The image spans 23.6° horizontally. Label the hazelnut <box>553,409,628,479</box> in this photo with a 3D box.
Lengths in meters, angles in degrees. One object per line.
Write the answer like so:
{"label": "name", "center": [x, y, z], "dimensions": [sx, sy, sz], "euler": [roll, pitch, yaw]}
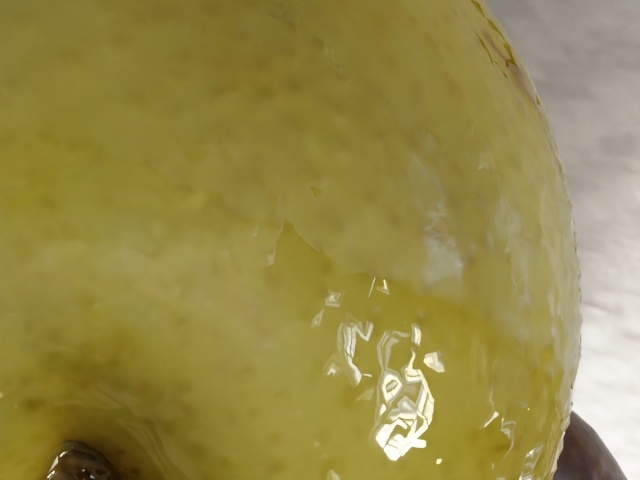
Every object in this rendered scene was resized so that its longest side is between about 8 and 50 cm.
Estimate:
{"label": "hazelnut", "center": [0.111, 0.197, 0.991], "dimensions": [0.218, 0.233, 0.218], "euler": [-15, -177, 1]}

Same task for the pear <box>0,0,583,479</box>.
{"label": "pear", "center": [-0.077, 0.024, 0.531], "dimensions": [0.348, 0.348, 0.348], "euler": [19, 165, 5]}
